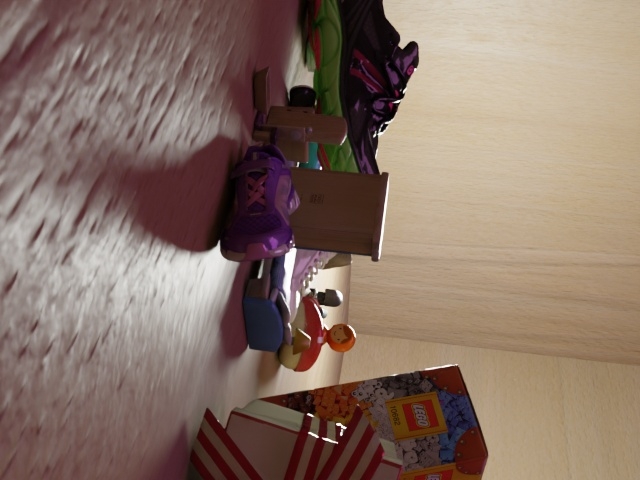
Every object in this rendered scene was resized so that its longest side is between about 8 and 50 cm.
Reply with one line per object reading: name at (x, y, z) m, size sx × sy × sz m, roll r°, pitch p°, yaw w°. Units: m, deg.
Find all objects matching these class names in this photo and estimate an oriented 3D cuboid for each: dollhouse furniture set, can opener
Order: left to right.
dollhouse furniture set at (-0.054, -0.175, 1.328) m, size 0.091 × 0.081 × 0.114 m, roll -79°, pitch 173°, yaw -46°
dollhouse furniture set at (0.000, 0.000, 1.500) m, size 0.303 × 0.198 × 0.286 m, roll 90°, pitch 8°, yaw -51°
can opener at (0.004, 0.165, 2.399) m, size 0.280 × 0.093 × 0.074 m, roll 93°, pitch 3°, yaw -83°

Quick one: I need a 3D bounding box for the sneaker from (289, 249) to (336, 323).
sneaker at (-0.018, 0.026, 1.761) m, size 0.106 × 0.123 × 0.290 m, roll 90°, pitch 9°, yaw -63°

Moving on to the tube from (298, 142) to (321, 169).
tube at (-0.030, -0.108, 1.904) m, size 0.080 × 0.052 × 0.207 m, roll 56°, pitch 47°, yaw -80°

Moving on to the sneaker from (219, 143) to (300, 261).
sneaker at (-0.080, -0.054, 1.206) m, size 0.236 × 0.095 × 0.105 m, roll -84°, pitch 172°, yaw -64°

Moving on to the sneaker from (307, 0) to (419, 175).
sneaker at (0.088, -0.287, 1.735) m, size 0.185 × 0.202 × 0.483 m, roll 159°, pitch -71°, yaw -81°

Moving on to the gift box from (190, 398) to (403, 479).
gift box at (-0.037, 0.328, 1.228) m, size 0.258 × 0.255 × 0.276 m, roll 48°, pitch 55°, yaw -86°

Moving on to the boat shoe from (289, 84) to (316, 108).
boat shoe at (-0.031, -0.238, 1.692) m, size 0.133 × 0.049 × 0.042 m, roll 94°, pitch -5°, yaw -73°

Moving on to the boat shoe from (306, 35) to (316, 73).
boat shoe at (0.050, -0.429, 1.975) m, size 0.335 × 0.119 × 0.121 m, roll -77°, pitch 171°, yaw -52°

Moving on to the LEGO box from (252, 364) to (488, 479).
LEGO box at (0.081, 0.467, 1.774) m, size 0.500 × 0.372 × 0.193 m, roll 89°, pitch -10°, yaw -51°

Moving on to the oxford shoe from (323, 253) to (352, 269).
oxford shoe at (0.025, -0.061, 2.054) m, size 0.123 × 0.130 × 0.348 m, roll 91°, pitch 4°, yaw -47°

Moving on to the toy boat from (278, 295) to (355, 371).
toy boat at (-0.003, 0.195, 1.953) m, size 0.231 × 0.151 × 0.151 m, roll 12°, pitch 83°, yaw -85°
